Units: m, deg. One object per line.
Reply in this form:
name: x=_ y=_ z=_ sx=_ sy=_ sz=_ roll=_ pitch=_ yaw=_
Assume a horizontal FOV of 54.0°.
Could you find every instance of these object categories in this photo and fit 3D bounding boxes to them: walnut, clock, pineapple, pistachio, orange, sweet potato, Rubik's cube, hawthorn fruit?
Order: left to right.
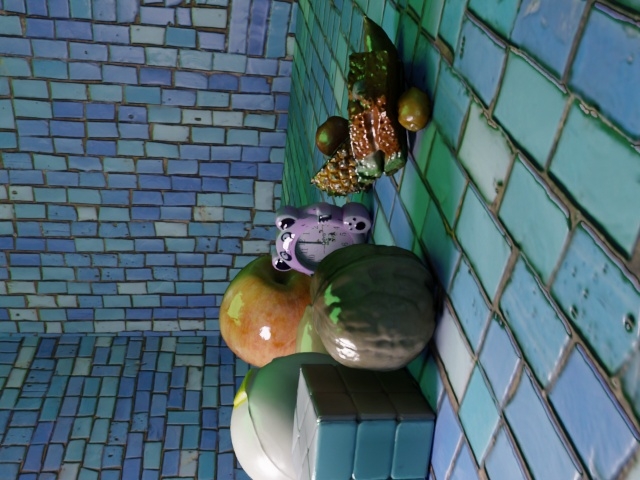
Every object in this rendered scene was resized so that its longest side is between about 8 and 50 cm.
clock: x=0.000 y=0.000 z=1.658 sx=0.090 sy=0.248 sz=0.227 roll=-98 pitch=13 yaw=-54
pistachio: x=0.009 y=0.331 z=1.837 sx=0.181 sy=0.162 sz=0.292 roll=-21 pitch=63 yaw=62
hawthorn fruit: x=0.053 y=-0.293 z=1.801 sx=0.140 sy=0.125 sz=0.125 roll=27 pitch=121 yaw=42
pineapple: x=0.076 y=-0.170 z=1.627 sx=0.176 sy=0.137 sz=0.161 roll=-49 pitch=2 yaw=3
Rubik's cube: x=0.074 y=0.386 z=1.230 sx=0.221 sy=0.225 sz=0.231 roll=-126 pitch=40 yaw=-71
walnut: x=0.093 y=0.121 z=1.166 sx=0.248 sy=0.249 sz=0.248 roll=-179 pitch=90 yaw=-80
sweet potato: x=0.144 y=-0.373 z=1.401 sx=0.075 sy=0.075 sz=0.269 roll=-166 pitch=65 yaw=-80
orange: x=0.176 y=-0.255 z=1.206 sx=0.086 sy=0.062 sz=0.086 roll=-178 pitch=90 yaw=-78

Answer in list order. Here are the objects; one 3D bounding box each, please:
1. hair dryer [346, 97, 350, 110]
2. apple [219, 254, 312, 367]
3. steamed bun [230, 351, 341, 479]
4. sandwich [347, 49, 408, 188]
hair dryer: x=0.133 y=-0.337 z=1.514 sx=0.255 sy=0.070 sz=0.128 roll=-115 pitch=27 yaw=-53
apple: x=-0.169 y=0.243 z=2.255 sx=0.391 sy=0.392 sz=0.346 roll=-102 pitch=14 yaw=-54
steamed bun: x=-0.040 y=0.435 z=1.518 sx=0.374 sy=0.334 sz=0.333 roll=0 pitch=-89 yaw=-56
sandwich: x=0.116 y=-0.281 z=1.279 sx=0.212 sy=0.109 sz=0.292 roll=69 pitch=-159 yaw=-58
